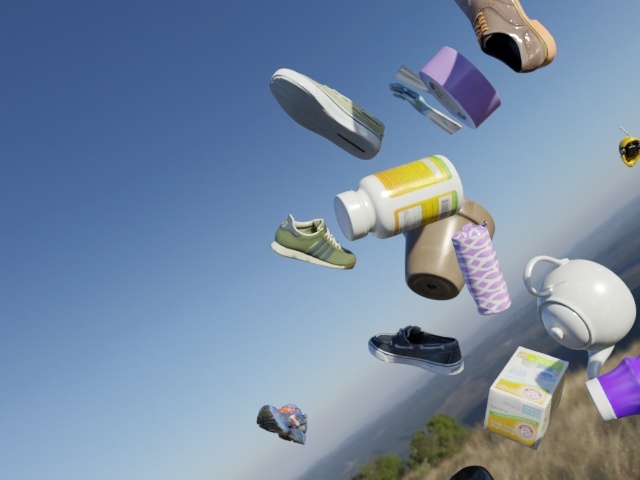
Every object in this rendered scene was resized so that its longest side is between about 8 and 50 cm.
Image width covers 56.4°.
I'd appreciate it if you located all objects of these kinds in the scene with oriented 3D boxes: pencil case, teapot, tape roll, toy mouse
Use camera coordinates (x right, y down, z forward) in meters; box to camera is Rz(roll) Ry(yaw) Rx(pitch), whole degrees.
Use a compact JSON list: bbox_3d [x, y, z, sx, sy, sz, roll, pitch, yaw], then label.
[{"bbox_3d":[0.355,0.063,1.325,0.086,0.206,0.088,-19,11,8],"label":"pencil case"},{"bbox_3d":[0.645,0.181,1.516,0.187,0.256,0.252,-33,-45,-24],"label":"teapot"},{"bbox_3d":[0.320,-0.350,1.376,0.080,0.189,0.189,-45,-18,8],"label":"tape roll"},{"bbox_3d":[0.645,-0.188,1.152,0.143,0.031,0.161,-23,-54,6],"label":"toy mouse"}]

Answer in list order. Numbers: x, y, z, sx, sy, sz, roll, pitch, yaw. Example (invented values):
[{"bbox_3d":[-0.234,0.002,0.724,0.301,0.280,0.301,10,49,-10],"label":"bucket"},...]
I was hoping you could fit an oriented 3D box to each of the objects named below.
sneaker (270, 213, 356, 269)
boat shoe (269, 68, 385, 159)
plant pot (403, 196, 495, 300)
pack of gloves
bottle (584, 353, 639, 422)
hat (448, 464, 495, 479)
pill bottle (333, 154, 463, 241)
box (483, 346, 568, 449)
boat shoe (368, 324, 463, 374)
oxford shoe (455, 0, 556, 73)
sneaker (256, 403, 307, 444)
[{"bbox_3d":[0.000,0.000,1.207,0.192,0.064,0.086,13,-71,-25],"label":"sneaker"},{"bbox_3d":[0.019,-0.304,1.403,0.109,0.302,0.094,-38,21,51],"label":"boat shoe"},{"bbox_3d":[0.333,0.033,1.648,0.263,0.263,0.229,112,179,-59],"label":"plant pot"},{"bbox_3d":[0.298,-0.384,1.597,0.046,0.232,0.195,-58,4,-6],"label":"pack of gloves"},{"bbox_3d":[0.544,0.191,0.883,0.283,0.092,0.118,-27,4,16],"label":"bottle"},{"bbox_3d":[0.325,0.696,1.384,0.134,0.331,0.331,0,-34,-24],"label":"hat"},{"bbox_3d":[0.159,-0.082,1.248,0.246,0.136,0.136,-18,-22,-14],"label":"pill bottle"},{"bbox_3d":[0.433,0.325,1.253,0.203,0.114,0.103,-27,-55,-51],"label":"box"},{"bbox_3d":[0.245,0.276,1.607,0.108,0.102,0.301,-21,18,-37],"label":"boat shoe"},{"bbox_3d":[0.466,-0.592,1.613,0.133,0.363,0.130,-29,-23,-25],"label":"oxford shoe"},{"bbox_3d":[-0.097,0.462,1.553,0.221,0.083,0.087,56,-136,-53],"label":"sneaker"}]
